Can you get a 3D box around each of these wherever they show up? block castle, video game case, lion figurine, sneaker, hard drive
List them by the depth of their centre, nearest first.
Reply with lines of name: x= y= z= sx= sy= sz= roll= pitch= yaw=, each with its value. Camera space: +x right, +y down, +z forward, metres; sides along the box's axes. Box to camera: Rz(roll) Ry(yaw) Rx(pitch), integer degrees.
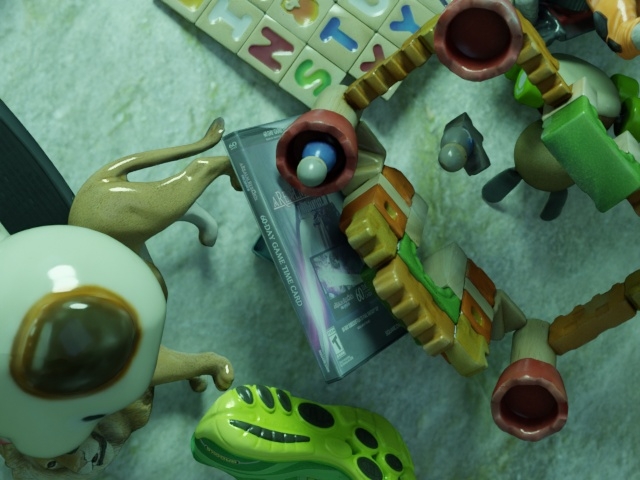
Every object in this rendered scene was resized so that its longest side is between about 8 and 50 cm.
hard drive: x=-0.355 y=-0.044 z=1.364 sx=0.172 sy=0.054 sz=0.254 roll=-40 pitch=118 yaw=-11
lion figurine: x=-0.210 y=0.055 z=1.377 sx=0.240 sy=0.142 sz=0.392 roll=4 pitch=86 yaw=-28
block castle: x=0.193 y=-0.022 z=1.386 sx=0.303 sy=0.213 sz=0.453 roll=-34 pitch=106 yaw=25
video game case: x=0.000 y=0.000 z=1.422 sx=0.026 sy=0.196 sz=0.274 roll=-22 pitch=91 yaw=27
sneaker: x=-0.013 y=0.240 z=1.475 sx=0.295 sy=0.123 sz=0.109 roll=26 pitch=49 yaw=-28

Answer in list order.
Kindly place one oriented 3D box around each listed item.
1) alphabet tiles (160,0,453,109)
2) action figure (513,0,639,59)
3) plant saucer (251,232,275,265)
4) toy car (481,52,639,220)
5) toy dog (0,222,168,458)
alphabet tiles: x=-0.014 y=-0.323 z=1.480 sx=0.342 sy=0.011 sz=0.285 roll=35 pitch=88 yaw=-7
action figure: x=0.361 y=-0.312 z=1.479 sx=0.341 sy=0.178 sz=0.330 roll=-30 pitch=54 yaw=-28
plant saucer: x=0.014 y=0.034 z=1.515 sx=0.192 sy=0.018 sz=0.067 roll=33 pitch=82 yaw=-14
toy car: x=0.271 y=-0.115 z=1.546 sx=0.155 sy=0.149 sz=0.188 roll=18 pitch=115 yaw=-10
toy dog: x=-0.337 y=0.041 z=1.196 sx=0.408 sy=0.284 sz=0.395 roll=24 pitch=91 yaw=0
